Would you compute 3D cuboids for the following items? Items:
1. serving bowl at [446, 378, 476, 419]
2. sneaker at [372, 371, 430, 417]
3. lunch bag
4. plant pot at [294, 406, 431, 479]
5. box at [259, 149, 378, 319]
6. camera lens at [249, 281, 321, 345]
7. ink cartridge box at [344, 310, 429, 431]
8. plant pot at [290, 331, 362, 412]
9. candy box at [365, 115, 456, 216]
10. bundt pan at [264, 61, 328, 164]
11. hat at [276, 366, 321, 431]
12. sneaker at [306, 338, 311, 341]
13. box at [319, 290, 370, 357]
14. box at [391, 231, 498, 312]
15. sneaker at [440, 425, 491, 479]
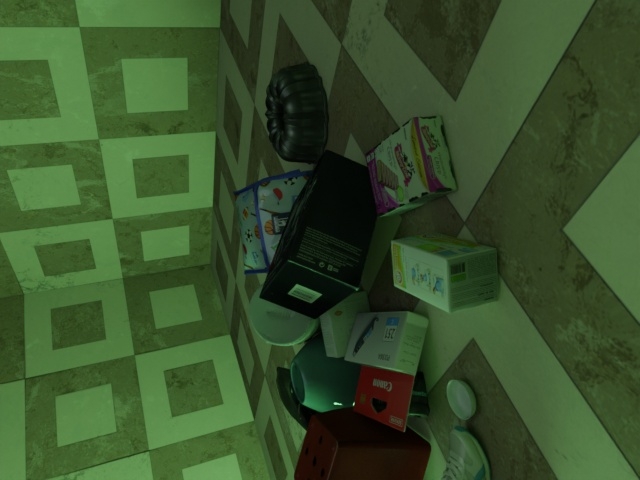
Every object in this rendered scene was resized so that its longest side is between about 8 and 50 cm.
[{"bbox_3d":[0.301,0.331,1.070,0.083,0.027,0.083,170,90,-69],"label":"serving bowl"},{"bbox_3d":[0.201,0.390,1.297,0.267,0.101,0.106,143,136,-65],"label":"sneaker"},{"bbox_3d":[-0.126,-0.053,1.750,0.385,0.239,0.328,-8,91,53],"label":"lunch bag"},{"bbox_3d":[0.085,0.586,1.319,0.267,0.236,0.267,12,86,67],"label":"plant pot"},{"bbox_3d":[0.000,0.000,1.318,0.343,0.179,0.312,131,160,-63],"label":"box"},{"bbox_3d":[-0.082,0.211,1.622,0.274,0.219,0.219,2,-103,-73],"label":"camera lens"},{"bbox_3d":[0.144,0.311,1.272,0.296,0.066,0.261,156,132,-68],"label":"ink cartridge box"},{"bbox_3d":[0.018,0.424,1.605,0.290,0.195,0.290,170,90,-69],"label":"plant pot"},{"bbox_3d":[0.187,-0.152,1.107,0.233,0.071,0.159,152,108,-67],"label":"candy box"},{"bbox_3d":[-0.093,-0.405,1.653,0.331,0.124,0.331,171,90,-68],"label":"bundt pan"},{"bbox_3d":[-0.026,0.572,1.864,0.331,0.134,0.331,39,144,36],"label":"hat"},{"bbox_3d":[-0.073,0.373,1.998,0.170,0.063,0.075,113,148,-47],"label":"sneaker"},{"bbox_3d":[0.075,0.240,1.472,0.091,0.130,0.170,154,107,-68],"label":"box"},{"bbox_3d":[0.237,0.055,1.002,0.203,0.114,0.103,-156,58,-66],"label":"box"},{"bbox_3d":[0.296,0.507,1.068,0.087,0.092,0.229,-179,82,-70],"label":"sneaker"}]
